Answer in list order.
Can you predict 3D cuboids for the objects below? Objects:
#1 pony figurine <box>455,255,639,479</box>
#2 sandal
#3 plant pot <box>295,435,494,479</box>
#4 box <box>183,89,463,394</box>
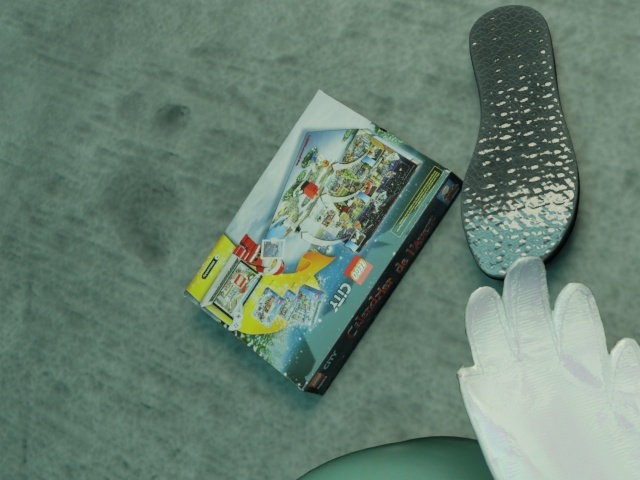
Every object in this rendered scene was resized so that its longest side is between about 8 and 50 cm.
[{"bbox_3d":[0.277,0.166,0.621,0.303,0.363,0.351,-19,70,20],"label":"pony figurine"},{"bbox_3d":[0.174,-0.083,0.910,0.097,0.054,0.254,-1,67,17],"label":"sandal"},{"bbox_3d":[0.055,0.284,0.765,0.293,0.235,0.293,-6,75,23],"label":"plant pot"},{"bbox_3d":[0.000,0.000,0.964,0.159,0.044,0.233,36,93,27],"label":"box"}]
